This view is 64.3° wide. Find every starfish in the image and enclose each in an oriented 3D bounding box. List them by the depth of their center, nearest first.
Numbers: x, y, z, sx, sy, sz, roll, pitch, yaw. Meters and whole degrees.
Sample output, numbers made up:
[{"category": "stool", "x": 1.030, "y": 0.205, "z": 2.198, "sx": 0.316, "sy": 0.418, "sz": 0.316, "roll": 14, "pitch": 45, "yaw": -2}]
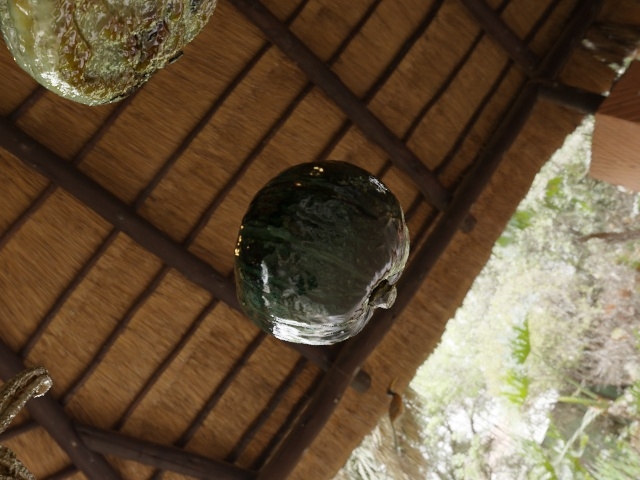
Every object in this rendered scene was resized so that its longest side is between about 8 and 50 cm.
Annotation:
[{"category": "starfish", "x": -0.734, "y": 0.498, "z": 1.129, "sx": 0.324, "sy": 0.083, "sz": 0.431, "roll": 40, "pitch": -133, "yaw": -67}]

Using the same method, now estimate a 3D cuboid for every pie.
[{"category": "pie", "x": -0.204, "y": -0.278, "z": 0.538, "sx": 0.302, "sy": 0.067, "sz": 0.302, "roll": -56, "pitch": -8, "yaw": -12}]

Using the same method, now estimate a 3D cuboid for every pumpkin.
[{"category": "pumpkin", "x": 0.000, "y": 0.000, "z": 0.798, "sx": 0.293, "sy": 0.263, "sz": 0.197, "roll": -56, "pitch": -23, "yaw": -26}]
